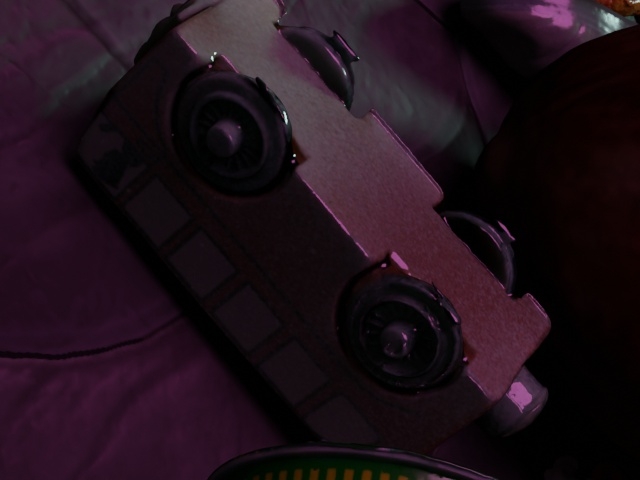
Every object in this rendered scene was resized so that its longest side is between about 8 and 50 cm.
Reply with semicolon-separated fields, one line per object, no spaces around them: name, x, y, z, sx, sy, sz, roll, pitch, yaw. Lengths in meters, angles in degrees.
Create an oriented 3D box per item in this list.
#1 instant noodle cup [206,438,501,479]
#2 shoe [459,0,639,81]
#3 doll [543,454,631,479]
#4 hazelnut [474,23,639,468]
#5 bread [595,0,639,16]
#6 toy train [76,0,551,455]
instant noodle cup;0.017;0.249;0.878;0.207;0.207;0.232;32;52;-26
shoe;0.216;-0.140;1.419;0.251;0.103;0.100;14;92;-26
doll;0.201;0.224;1.161;0.217;0.085;0.183;-3;61;-28
hazelnut;0.303;0.005;1.216;0.421;0.352;0.421;4;38;-3
bread;0.270;-0.255;1.525;0.269;0.095;0.139;-7;59;-34
toy train;0.000;0.000;1.051;0.326;0.159;0.129;49;37;-3
